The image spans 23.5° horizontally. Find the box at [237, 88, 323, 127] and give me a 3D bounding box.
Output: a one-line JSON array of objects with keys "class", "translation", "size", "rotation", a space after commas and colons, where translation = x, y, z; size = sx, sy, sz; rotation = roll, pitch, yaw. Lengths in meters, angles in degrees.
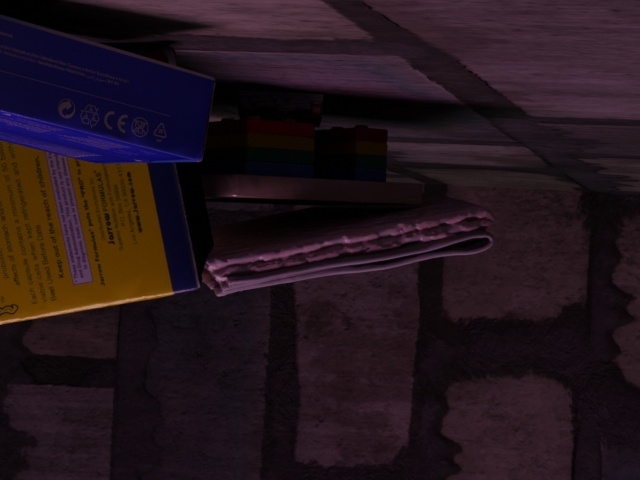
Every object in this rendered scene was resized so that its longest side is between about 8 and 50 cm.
[{"class": "box", "translation": [-0.045, -0.148, 1.735], "size": [0.094, 0.027, 0.137], "rotation": [2, 179, -1]}]

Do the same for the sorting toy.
[{"class": "sorting toy", "translation": [-0.060, -0.088, 1.757], "size": [0.257, 0.089, 0.255], "rotation": [1, 180, -36]}]

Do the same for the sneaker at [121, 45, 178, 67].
[{"class": "sneaker", "translation": [-0.176, -0.155, 1.386], "size": [0.067, 0.042, 0.118], "rotation": [0, -177, -29]}]

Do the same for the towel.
[{"class": "towel", "translation": [0.000, 0.000, 1.771], "size": [0.331, 0.053, 0.317], "rotation": [-10, -172, -14]}]

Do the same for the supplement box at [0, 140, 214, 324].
[{"class": "supplement box", "translation": [-0.301, -0.032, 1.520], "size": [0.356, 0.195, 0.194], "rotation": [-10, -168, 3]}]

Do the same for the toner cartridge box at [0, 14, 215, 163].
[{"class": "toner cartridge box", "translation": [-0.272, -0.130, 1.208], "size": [0.347, 0.075, 0.165], "rotation": [13, 175, -38]}]
